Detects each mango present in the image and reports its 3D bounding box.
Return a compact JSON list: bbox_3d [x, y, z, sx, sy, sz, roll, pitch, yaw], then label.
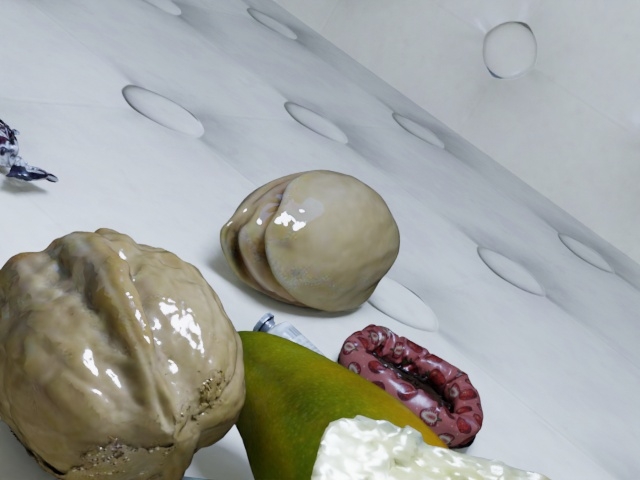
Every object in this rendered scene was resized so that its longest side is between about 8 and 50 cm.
[{"bbox_3d":[0.014,0.168,0.873,0.146,0.129,0.289,5,21,-28],"label":"mango"}]

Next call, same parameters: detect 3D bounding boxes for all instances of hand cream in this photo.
[{"bbox_3d":[0.004,0.154,1.200,0.194,0.042,0.067,42,13,13],"label":"hand cream"}]

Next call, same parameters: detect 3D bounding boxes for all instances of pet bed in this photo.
[{"bbox_3d":[0.108,0.170,1.291,0.201,0.053,0.201,28,14,-8],"label":"pet bed"}]

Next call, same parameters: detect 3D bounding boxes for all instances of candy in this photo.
[{"bbox_3d":[-0.404,-0.123,1.255,0.226,0.051,0.094,31,29,6],"label":"candy"}]

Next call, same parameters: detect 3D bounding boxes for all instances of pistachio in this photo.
[{"bbox_3d":[0.000,0.000,1.393,0.162,0.182,0.293,-1,-3,31],"label":"pistachio"}]

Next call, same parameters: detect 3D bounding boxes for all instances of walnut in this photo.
[{"bbox_3d":[-0.164,0.092,0.861,0.198,0.198,0.245,14,17,-40],"label":"walnut"}]

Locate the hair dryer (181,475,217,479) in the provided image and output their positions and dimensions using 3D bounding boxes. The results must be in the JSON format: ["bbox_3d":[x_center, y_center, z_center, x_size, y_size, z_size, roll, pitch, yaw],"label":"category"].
[{"bbox_3d":[-0.078,0.220,0.909,0.197,0.057,0.100,12,25,-24],"label":"hair dryer"}]

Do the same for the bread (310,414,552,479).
[{"bbox_3d":[0.117,0.304,0.677,0.345,0.405,0.242,14,46,-1],"label":"bread"}]
